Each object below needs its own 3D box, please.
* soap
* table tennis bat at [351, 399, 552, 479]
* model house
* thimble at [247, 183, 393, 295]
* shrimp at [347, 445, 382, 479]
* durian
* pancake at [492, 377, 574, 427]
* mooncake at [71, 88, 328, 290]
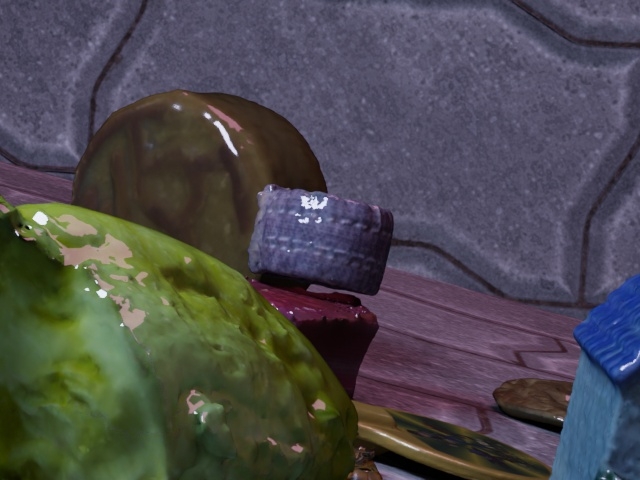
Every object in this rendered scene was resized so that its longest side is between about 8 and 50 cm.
[{"bbox_3d":[-0.040,0.102,1.985,0.182,0.112,0.289,19,5,27],"label":"soap"},{"bbox_3d":[0.075,0.183,1.794,0.321,0.050,0.198,17,4,-26],"label":"table tennis bat"},{"bbox_3d":[0.349,0.124,1.578,0.295,0.329,0.252,12,1,-3],"label":"model house"},{"bbox_3d":[0.002,0.000,2.073,0.150,0.097,0.150,12,-2,0],"label":"thimble"},{"bbox_3d":[0.032,0.192,1.659,0.059,0.023,0.108,27,9,25],"label":"shrimp"},{"bbox_3d":[-0.126,0.101,1.312,0.340,0.204,0.256,18,24,-50],"label":"durian"},{"bbox_3d":[0.312,0.200,2.280,0.242,0.050,0.242,6,3,0],"label":"pancake"},{"bbox_3d":[-0.143,-0.032,2.239,0.284,0.284,0.155,17,12,28],"label":"mooncake"}]
